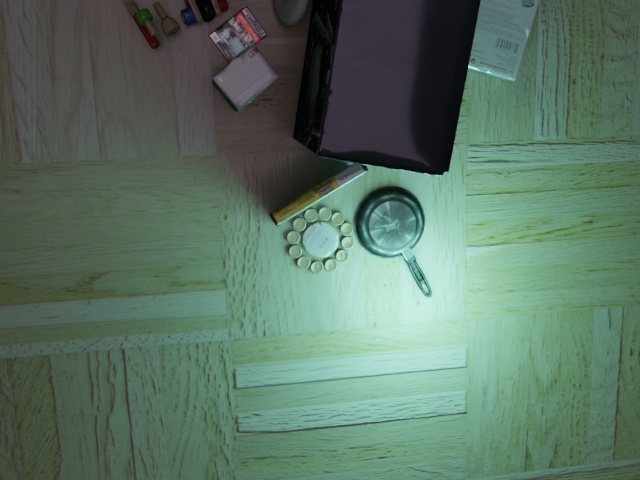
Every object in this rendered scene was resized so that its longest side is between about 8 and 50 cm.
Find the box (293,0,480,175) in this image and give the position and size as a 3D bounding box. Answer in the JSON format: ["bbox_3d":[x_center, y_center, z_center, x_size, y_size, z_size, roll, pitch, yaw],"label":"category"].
[{"bbox_3d":[0.132,-0.423,1.685,0.297,0.472,0.480,7,101,-11],"label":"box"}]

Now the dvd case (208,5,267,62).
[{"bbox_3d":[-0.204,-0.507,1.847,0.119,0.013,0.087,-38,105,-1],"label":"dvd case"}]

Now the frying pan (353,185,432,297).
[{"bbox_3d":[0.196,0.017,2.015,0.197,0.053,0.326,-9,101,-7],"label":"frying pan"}]

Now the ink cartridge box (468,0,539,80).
[{"bbox_3d":[0.453,-0.584,1.915,0.185,0.065,0.311,13,102,-12],"label":"ink cartridge box"}]

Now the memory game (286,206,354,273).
[{"bbox_3d":[0.000,0.000,1.993,0.186,0.012,0.186,-2,103,-9],"label":"memory game"}]

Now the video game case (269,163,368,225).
[{"bbox_3d":[-0.008,-0.111,1.832,0.248,0.275,0.035,-31,92,-2],"label":"video game case"}]

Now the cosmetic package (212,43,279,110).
[{"bbox_3d":[-0.181,-0.379,1.762,0.127,0.238,0.107,-39,105,1],"label":"cosmetic package"}]

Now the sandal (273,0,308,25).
[{"bbox_3d":[-0.037,-0.721,1.762,0.102,0.169,0.417,-5,104,-29],"label":"sandal"}]

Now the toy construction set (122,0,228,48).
[{"bbox_3d":[-0.332,-0.628,1.719,0.308,0.257,0.237,-33,89,10],"label":"toy construction set"}]
